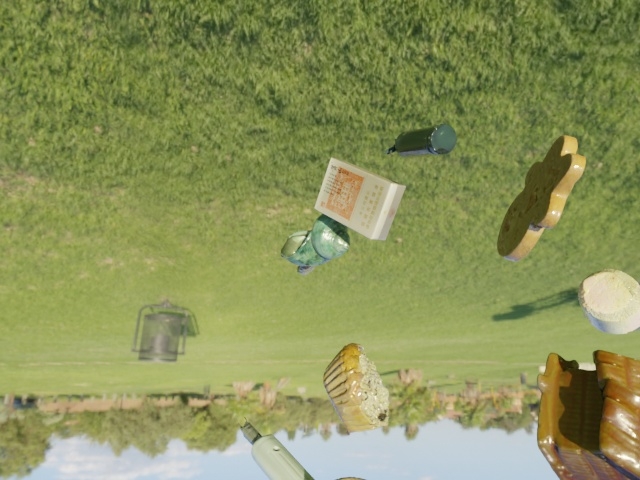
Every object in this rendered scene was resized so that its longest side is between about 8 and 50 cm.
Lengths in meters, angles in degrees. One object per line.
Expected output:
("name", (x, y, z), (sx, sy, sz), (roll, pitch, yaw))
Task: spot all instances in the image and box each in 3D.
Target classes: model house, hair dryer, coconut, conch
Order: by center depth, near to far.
("model house", (0.480, 0.303, 0.756), (0.219, 0.199, 0.229), (45, 148, -23))
("hair dryer", (-0.035, 0.391, 0.758), (0.108, 0.172, 0.357), (-7, -159, -36))
("coconut", (0.736, 0.158, 1.224), (0.147, 0.147, 0.153), (-12, 144, 36))
("conch", (0.000, 0.003, 1.315), (0.176, 0.121, 0.188), (-28, 177, -39))

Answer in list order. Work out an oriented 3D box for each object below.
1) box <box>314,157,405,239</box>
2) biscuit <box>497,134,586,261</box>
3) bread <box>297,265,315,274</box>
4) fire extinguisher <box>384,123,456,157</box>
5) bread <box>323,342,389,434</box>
("box", (0.088, -0.100, 1.145), (0.058, 0.140, 0.201), (3, -158, -46))
("biscuit", (0.571, -0.095, 1.273), (0.052, 0.275, 0.354), (20, 125, 1))
("bread", (-0.043, 0.059, 1.836), (0.088, 0.127, 0.232), (9, 165, -5))
("fire extinguisher", (0.324, -0.325, 1.635), (0.115, 0.095, 0.311), (-35, -164, -11))
("bread", (0.109, 0.455, 1.500), (0.149, 0.273, 0.274), (-24, 155, 13))
